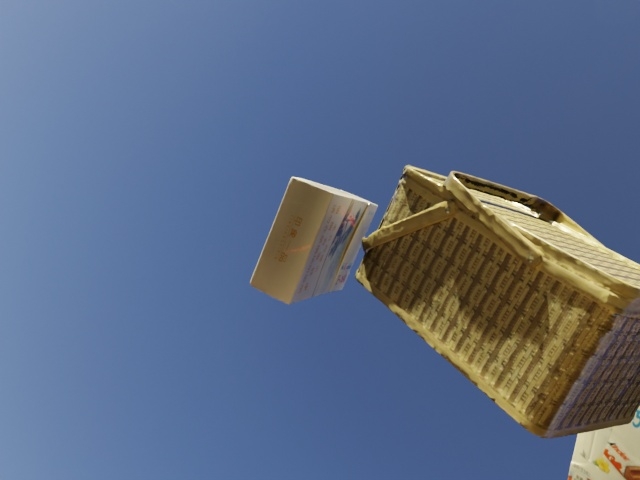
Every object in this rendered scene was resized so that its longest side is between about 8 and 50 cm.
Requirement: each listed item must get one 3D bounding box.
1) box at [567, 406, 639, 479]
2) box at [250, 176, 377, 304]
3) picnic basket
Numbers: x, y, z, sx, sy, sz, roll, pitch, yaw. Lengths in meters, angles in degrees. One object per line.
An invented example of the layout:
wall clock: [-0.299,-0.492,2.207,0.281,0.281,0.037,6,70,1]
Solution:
box: [0.475,0.312,0.788,0.273,0.048,0.264,-158,-105,-66]
box: [0.000,0.000,0.800,0.067,0.233,0.149,27,-82,17]
picnic basket: [0.221,0.044,0.653,0.313,0.228,0.175,40,-67,46]
